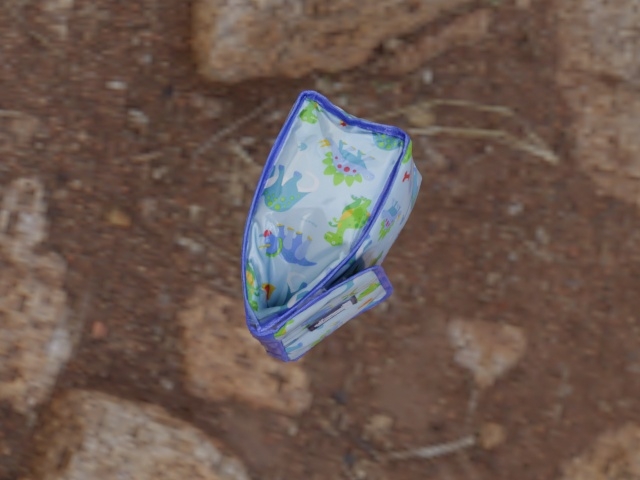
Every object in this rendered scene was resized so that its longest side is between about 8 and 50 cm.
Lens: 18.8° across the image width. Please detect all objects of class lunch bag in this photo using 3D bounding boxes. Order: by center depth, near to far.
[{"bbox_3d":[0.000,0.000,1.203,0.151,0.096,0.129,-63,169,-7],"label":"lunch bag"}]
